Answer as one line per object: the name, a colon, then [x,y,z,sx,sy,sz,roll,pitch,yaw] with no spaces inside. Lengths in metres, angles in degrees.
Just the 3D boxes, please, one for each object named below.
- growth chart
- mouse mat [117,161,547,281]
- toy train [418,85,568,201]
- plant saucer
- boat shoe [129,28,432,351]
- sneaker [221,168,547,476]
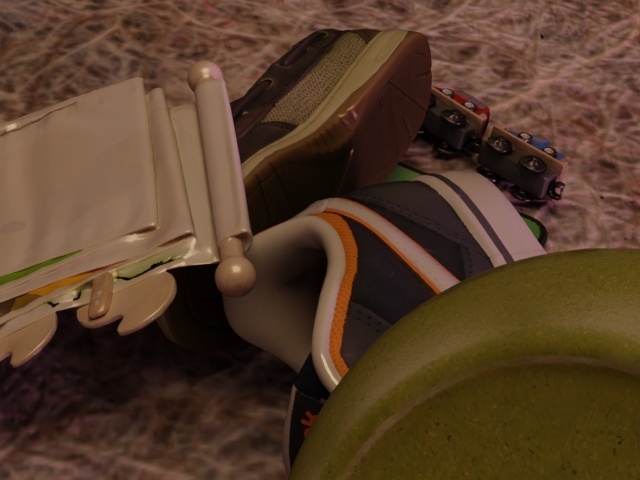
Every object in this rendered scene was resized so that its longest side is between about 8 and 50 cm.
growth chart: [-0.138,-0.003,0.621,0.237,0.021,0.172,-15,43,13]
mouse mat: [0.000,0.000,0.706,0.189,0.007,0.152,23,45,20]
toy train: [0.070,-0.065,0.772,0.158,0.027,0.036,35,39,30]
plant saucer: [0.076,0.121,0.421,0.241,0.241,0.037,34,12,28]
boat shoe: [-0.024,-0.032,0.683,0.073,0.080,0.223,15,45,30]
sneaker: [0.066,0.092,0.525,0.127,0.126,0.321,-12,37,-23]
